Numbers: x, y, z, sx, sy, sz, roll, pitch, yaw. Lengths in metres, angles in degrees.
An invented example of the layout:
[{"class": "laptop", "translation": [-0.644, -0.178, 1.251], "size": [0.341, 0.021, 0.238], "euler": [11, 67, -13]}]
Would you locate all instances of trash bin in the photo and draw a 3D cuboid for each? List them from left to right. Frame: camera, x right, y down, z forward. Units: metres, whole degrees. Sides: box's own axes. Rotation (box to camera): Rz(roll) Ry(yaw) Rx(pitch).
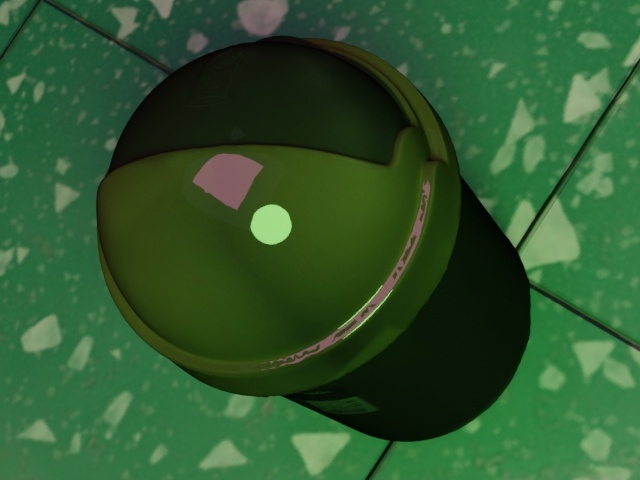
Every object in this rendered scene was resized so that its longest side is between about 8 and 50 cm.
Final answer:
[{"class": "trash bin", "translation": [0.000, 0.000, 0.961], "size": [0.214, 0.334, 0.214], "euler": [-9, 69, 24]}]
